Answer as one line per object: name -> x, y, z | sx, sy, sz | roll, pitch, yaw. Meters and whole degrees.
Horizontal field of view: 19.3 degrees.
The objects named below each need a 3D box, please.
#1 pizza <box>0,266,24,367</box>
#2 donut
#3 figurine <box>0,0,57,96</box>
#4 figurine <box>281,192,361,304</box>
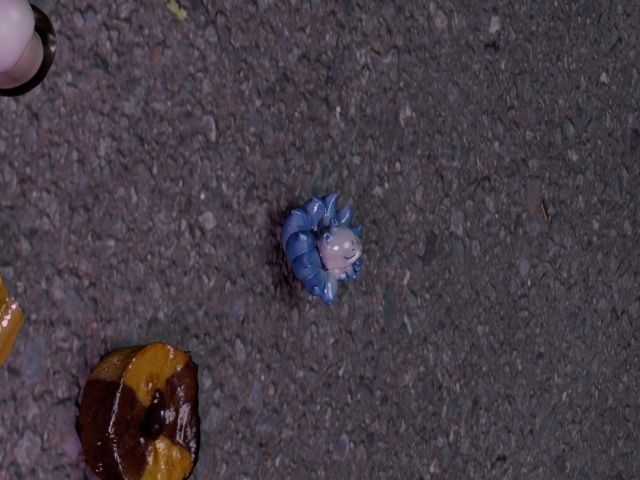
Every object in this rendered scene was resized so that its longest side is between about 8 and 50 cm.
pizza -> -0.304, 0.026, 1.362 | 0.181, 0.034, 0.262 | -5, 108, -27
donut -> -0.160, 0.159, 1.672 | 0.140, 0.059, 0.140 | -4, 94, -58
figurine -> -0.260, -0.281, 1.381 | 0.320, 0.196, 0.323 | 12, 87, -47
figurine -> 0.000, 0.000, 1.902 | 0.114, 0.079, 0.114 | -15, 109, -53
